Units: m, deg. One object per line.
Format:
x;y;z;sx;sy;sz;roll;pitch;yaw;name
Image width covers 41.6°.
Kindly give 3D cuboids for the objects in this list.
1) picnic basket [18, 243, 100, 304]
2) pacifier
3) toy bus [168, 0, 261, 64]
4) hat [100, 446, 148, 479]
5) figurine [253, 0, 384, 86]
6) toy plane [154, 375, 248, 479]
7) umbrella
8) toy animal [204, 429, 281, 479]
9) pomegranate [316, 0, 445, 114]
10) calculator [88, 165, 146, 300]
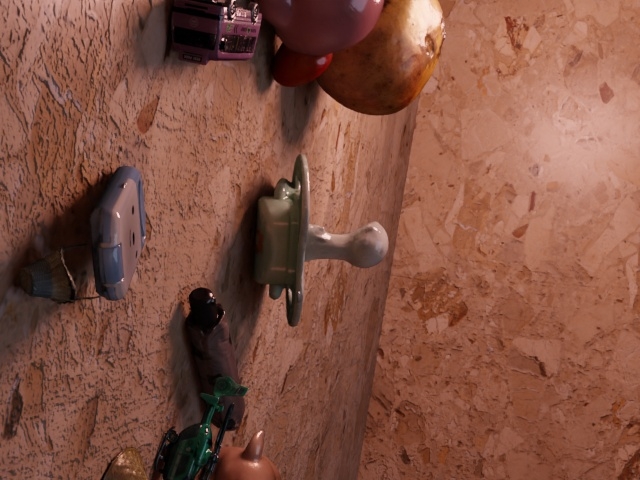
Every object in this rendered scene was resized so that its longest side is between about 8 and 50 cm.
-0.290;0.041;0.945;0.083;0.083;0.065;-13;77;-40;picnic basket
0.000;0.000;1.681;0.288;0.269;0.343;-112;-151;-69;pacifier
-0.151;-0.309;1.236;0.178;0.087;0.098;-38;142;-72;toy bus
-0.271;0.385;1.249;0.146;0.067;0.146;9;90;-75;hat
0.014;-0.443;1.529;0.261;0.211;0.269;64;37;-66;figurine
-0.204;0.332;1.405;0.060;0.096;0.235;71;35;-61;toy plane
-0.184;0.211;1.479;0.073;0.067;0.337;-80;169;-49;umbrella
-0.147;0.480;1.637;0.248;0.149;0.165;101;-32;-70;toy animal
0.118;-0.429;1.800;0.322;0.322;0.322;9;90;-75;pomegranate
-0.249;-0.014;1.048;0.210;0.039;0.121;-95;-173;-66;calculator
